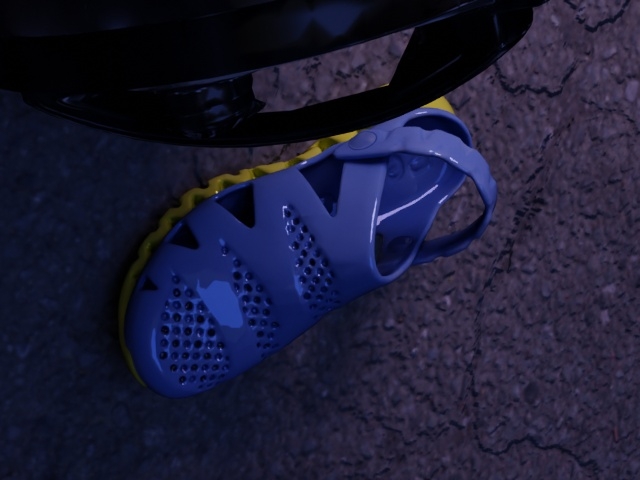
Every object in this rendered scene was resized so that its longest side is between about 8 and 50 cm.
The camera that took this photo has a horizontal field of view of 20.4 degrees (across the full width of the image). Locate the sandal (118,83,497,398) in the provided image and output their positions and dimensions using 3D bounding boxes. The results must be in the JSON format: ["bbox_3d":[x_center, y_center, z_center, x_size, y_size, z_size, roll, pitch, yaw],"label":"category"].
[{"bbox_3d":[0.000,0.000,1.235,0.317,0.138,0.126,-38,123,-17],"label":"sandal"}]

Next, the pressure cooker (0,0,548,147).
[{"bbox_3d":[-0.067,-0.252,0.978,0.375,0.370,0.421,-22,111,-23],"label":"pressure cooker"}]
